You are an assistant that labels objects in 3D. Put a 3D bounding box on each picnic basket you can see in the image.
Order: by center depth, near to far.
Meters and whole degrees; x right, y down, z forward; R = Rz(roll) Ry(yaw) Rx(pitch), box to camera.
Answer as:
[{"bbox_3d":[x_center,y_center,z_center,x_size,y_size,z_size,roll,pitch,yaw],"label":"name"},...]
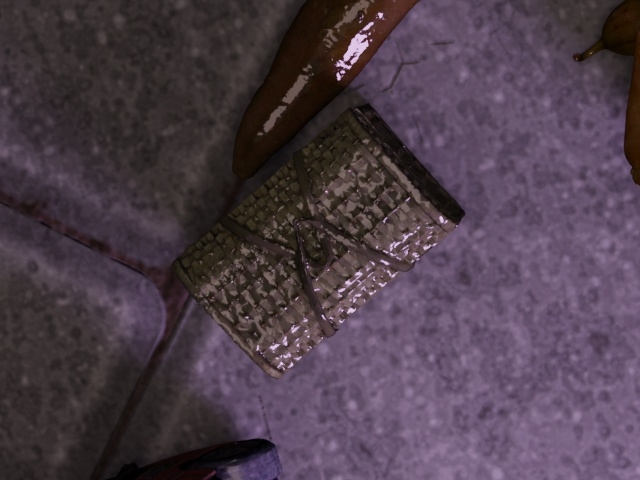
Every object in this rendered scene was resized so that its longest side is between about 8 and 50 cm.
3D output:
[{"bbox_3d":[0.000,0.000,1.591,0.196,0.154,0.134,-40,92,8],"label":"picnic basket"}]

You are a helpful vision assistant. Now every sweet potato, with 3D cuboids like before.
[{"bbox_3d":[-0.001,-0.156,1.611,0.077,0.077,0.244,44,99,0],"label":"sweet potato"}]

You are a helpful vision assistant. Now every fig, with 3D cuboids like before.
[{"bbox_3d":[0.244,-0.166,1.600,0.083,0.050,0.050,-26,94,23],"label":"fig"}]

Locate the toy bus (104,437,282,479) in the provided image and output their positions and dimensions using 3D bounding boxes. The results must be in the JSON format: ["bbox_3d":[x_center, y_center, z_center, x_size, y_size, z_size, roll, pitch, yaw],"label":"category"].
[{"bbox_3d":[-0.158,0.303,1.516,0.233,0.427,0.203,-13,95,19],"label":"toy bus"}]

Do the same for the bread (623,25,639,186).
[{"bbox_3d":[0.335,-0.102,1.537,0.149,0.143,0.158,13,91,-34],"label":"bread"}]
